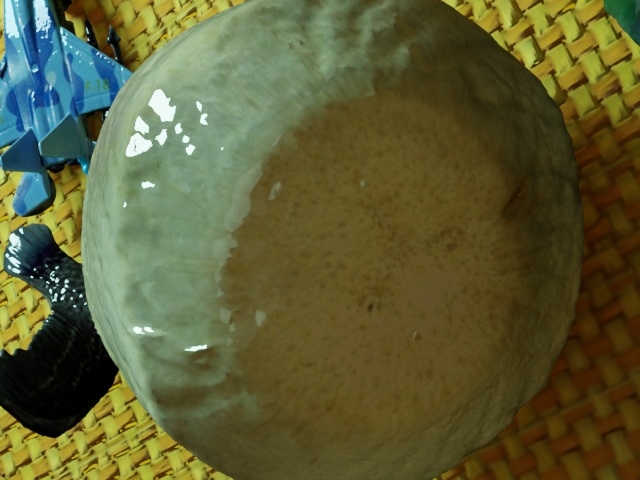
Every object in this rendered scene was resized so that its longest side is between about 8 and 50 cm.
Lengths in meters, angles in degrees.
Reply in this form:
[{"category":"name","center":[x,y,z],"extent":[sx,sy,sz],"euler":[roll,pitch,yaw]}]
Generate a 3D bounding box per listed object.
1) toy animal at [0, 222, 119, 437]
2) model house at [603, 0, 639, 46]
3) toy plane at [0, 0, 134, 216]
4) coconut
[{"category":"toy animal","center":[-0.132,0.057,0.900],"extent":[0.160,0.197,0.272],"euler":[7,47,45]},{"category":"model house","center":[0.252,-0.158,0.588],"extent":[0.245,0.280,0.312],"euler":[-48,65,19]},{"category":"toy plane","center":[-0.213,-0.149,0.972],"extent":[0.169,0.078,0.246],"euler":[-17,73,28]},{"category":"coconut","center":[0.000,0.000,0.736],"extent":[0.328,0.329,0.329],"euler":[-2,87,30]}]
